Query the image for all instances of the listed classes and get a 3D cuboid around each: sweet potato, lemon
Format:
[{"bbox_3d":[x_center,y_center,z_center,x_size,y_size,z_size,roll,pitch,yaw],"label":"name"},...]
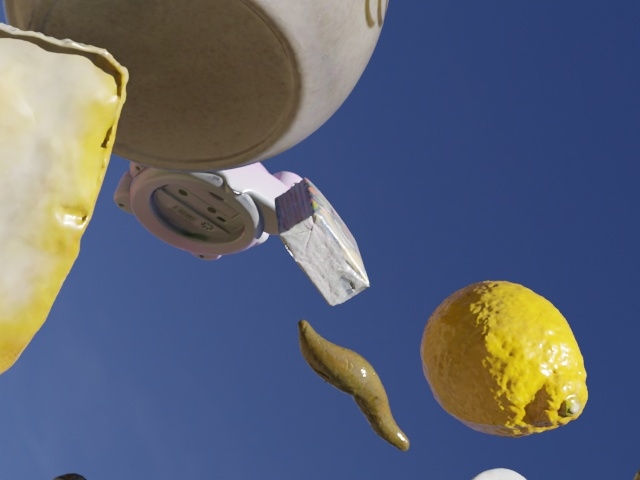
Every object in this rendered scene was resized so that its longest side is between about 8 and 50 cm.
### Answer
[{"bbox_3d":[0.055,0.205,2.300,0.069,0.059,0.249,-26,-66,42],"label":"sweet potato"},{"bbox_3d":[0.172,0.114,1.545,0.187,0.142,0.142,33,-44,46],"label":"lemon"}]

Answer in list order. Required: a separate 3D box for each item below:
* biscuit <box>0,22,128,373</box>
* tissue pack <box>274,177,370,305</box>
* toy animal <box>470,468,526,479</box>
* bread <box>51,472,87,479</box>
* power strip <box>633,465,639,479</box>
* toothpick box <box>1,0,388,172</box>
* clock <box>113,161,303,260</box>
[{"bbox_3d":[-0.414,-0.048,1.494,0.104,0.429,0.446,-136,-122,-66],"label":"biscuit"},{"bbox_3d":[0.000,0.000,1.892,0.108,0.060,0.148,55,7,-17],"label":"tissue pack"},{"bbox_3d":[0.306,0.364,1.825,0.247,0.183,0.310,35,-16,-26],"label":"toy animal"},{"bbox_3d":[-0.307,0.450,2.426,0.367,0.084,0.077,36,-53,47],"label":"bread"},{"bbox_3d":[0.379,0.241,1.686,0.056,0.123,0.032,43,-54,38],"label":"power strip"},{"bbox_3d":[-0.123,-0.316,1.738,0.409,0.425,0.409,7,-42,6],"label":"toothpick box"},{"bbox_3d":[-0.166,-0.065,2.347,0.227,0.090,0.248,34,-33,-20],"label":"clock"}]
